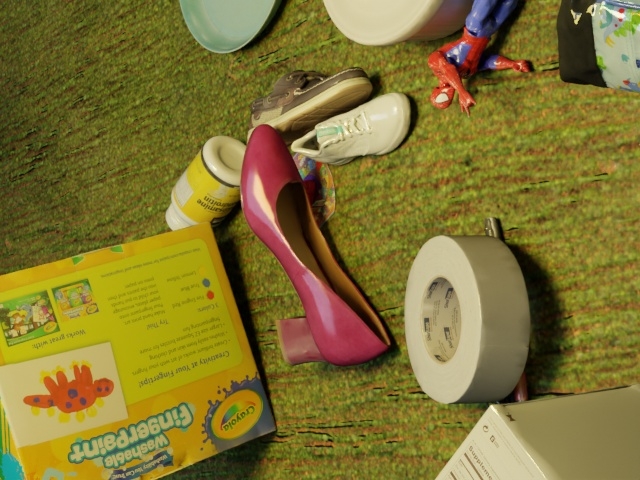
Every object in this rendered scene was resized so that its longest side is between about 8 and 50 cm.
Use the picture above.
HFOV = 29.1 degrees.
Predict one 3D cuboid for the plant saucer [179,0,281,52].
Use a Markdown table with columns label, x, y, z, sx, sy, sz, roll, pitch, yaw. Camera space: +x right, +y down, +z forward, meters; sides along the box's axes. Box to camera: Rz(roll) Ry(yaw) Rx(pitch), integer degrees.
| label | x | y | z | sx | sy | sz | roll | pitch | yaw |
| --- | --- | --- | --- | --- | --- | --- | --- | --- | --- |
| plant saucer | -0.139 | -0.472 | 2.066 | 0.317 | 0.044 | 0.317 | 2 | 93 | 51 |

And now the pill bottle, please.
| label | x | y | z | sx | sy | sz | roll | pitch | yaw |
| --- | --- | --- | --- | --- | --- | --- | --- | --- | --- |
| pill bottle | -0.189 | -0.085 | 2.083 | 0.184 | 0.103 | 0.103 | -49 | 55 | 40 |

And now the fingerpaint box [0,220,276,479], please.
| label | x | y | z | sx | sy | sz | roll | pitch | yaw |
| --- | --- | --- | --- | --- | --- | --- | --- | --- | --- |
| fingerpaint box | -0.334 | 0.204 | 1.947 | 0.163 | 0.445 | 0.371 | -21 | 87 | 50 |

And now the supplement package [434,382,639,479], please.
| label | x | y | z | sx | sy | sz | roll | pitch | yaw |
| --- | --- | --- | --- | --- | --- | --- | --- | --- | --- |
| supplement package | 0.297 | 0.288 | 1.359 | 0.204 | 0.262 | 0.145 | 55 | 131 | 35 |

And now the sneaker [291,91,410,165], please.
| label | x | y | z | sx | sy | sz | roll | pitch | yaw |
| --- | --- | --- | --- | --- | --- | --- | --- | --- | --- |
| sneaker | 0.042 | -0.158 | 1.804 | 0.212 | 0.094 | 0.080 | -25 | 70 | 48 |

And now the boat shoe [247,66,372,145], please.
| label | x | y | z | sx | sy | sz | roll | pitch | yaw |
| --- | --- | --- | --- | --- | --- | --- | --- | --- | --- |
| boat shoe | -0.029 | -0.217 | 1.888 | 0.285 | 0.103 | 0.092 | -24 | 77 | 55 |

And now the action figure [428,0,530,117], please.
| label | x | y | z | sx | sy | sz | roll | pitch | yaw |
| --- | --- | --- | --- | --- | --- | --- | --- | --- | --- |
| action figure | 0.230 | -0.265 | 1.572 | 0.139 | 0.091 | 0.280 | 57 | 130 | 36 |

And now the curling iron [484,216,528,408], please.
| label | x | y | z | sx | sy | sz | roll | pitch | yaw |
| --- | --- | --- | --- | --- | --- | --- | --- | --- | --- |
| curling iron | 0.235 | 0.105 | 1.614 | 0.068 | 0.035 | 0.274 | -14 | 80 | 50 |

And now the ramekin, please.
| label | x | y | z | sx | sy | sz | roll | pitch | yaw |
| --- | --- | --- | --- | --- | --- | --- | --- | --- | --- |
| ramekin | 0.127 | -0.393 | 1.669 | 0.273 | 0.127 | 0.273 | 1 | 91 | 52 |

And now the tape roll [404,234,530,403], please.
| label | x | y | z | sx | sy | sz | roll | pitch | yaw |
| --- | --- | --- | --- | --- | --- | --- | --- | --- | --- |
| tape roll | 0.186 | 0.102 | 1.598 | 0.219 | 0.072 | 0.219 | 180 | 90 | -69 |

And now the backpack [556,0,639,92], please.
| label | x | y | z | sx | sy | sz | roll | pitch | yaw |
| --- | --- | --- | --- | --- | --- | --- | --- | --- | --- |
| backpack | 0.445 | -0.243 | 1.167 | 0.355 | 0.290 | 0.273 | 33 | 150 | 35 |

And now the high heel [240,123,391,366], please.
| label | x | y | z | sx | sy | sz | roll | pitch | yaw |
| --- | --- | --- | --- | --- | --- | --- | --- | --- | --- |
| high heel | 0.000 | 0.000 | 1.829 | 0.181 | 0.127 | 0.377 | -11 | 95 | 36 |

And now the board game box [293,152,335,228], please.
| label | x | y | z | sx | sy | sz | roll | pitch | yaw |
| --- | --- | --- | --- | --- | --- | --- | --- | --- | --- |
| board game box | -0.043 | -0.066 | 1.958 | 0.168 | 0.033 | 0.133 | -48 | 55 | 40 |
